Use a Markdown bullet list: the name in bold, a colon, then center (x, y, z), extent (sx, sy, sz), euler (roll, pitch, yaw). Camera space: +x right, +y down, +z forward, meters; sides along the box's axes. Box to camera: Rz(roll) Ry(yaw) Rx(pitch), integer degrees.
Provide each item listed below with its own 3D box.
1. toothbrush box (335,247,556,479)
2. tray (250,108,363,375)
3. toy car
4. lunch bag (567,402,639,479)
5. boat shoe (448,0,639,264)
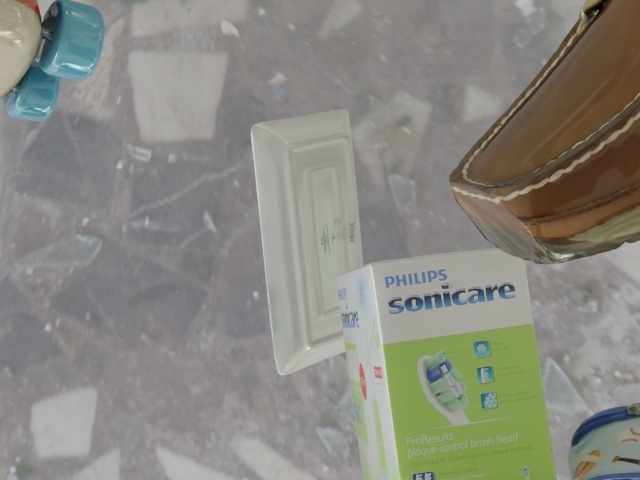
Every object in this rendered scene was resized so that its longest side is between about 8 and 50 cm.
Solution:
- **toothbrush box**: center (0.098, 0.155, 0.929), extent (0.122, 0.206, 0.283), euler (-6, 87, -7)
- **tray**: center (0.000, 0.000, 1.259), extent (0.145, 0.030, 0.270), euler (-16, 105, -44)
- **toy car**: center (-0.336, -0.260, 1.102), extent (0.219, 0.210, 0.238), euler (9, 69, -31)
- **lunch bag**: center (0.322, 0.261, 0.959), extent (0.243, 0.115, 0.303), euler (-8, 116, 20)
- **boat shoe**: center (0.178, -0.125, 0.520), extent (0.324, 0.122, 0.120), euler (-40, 114, -14)
